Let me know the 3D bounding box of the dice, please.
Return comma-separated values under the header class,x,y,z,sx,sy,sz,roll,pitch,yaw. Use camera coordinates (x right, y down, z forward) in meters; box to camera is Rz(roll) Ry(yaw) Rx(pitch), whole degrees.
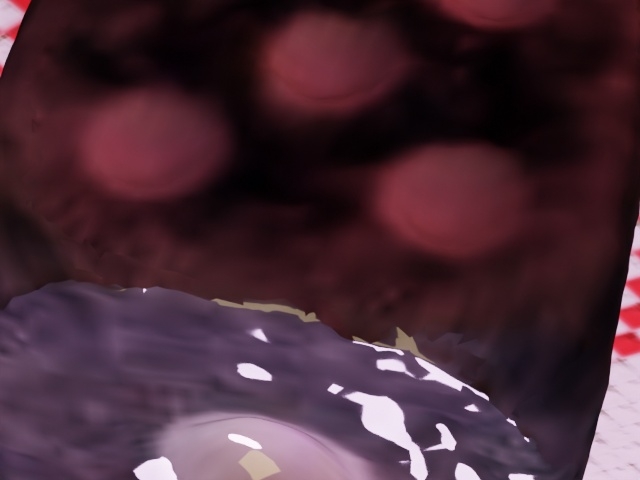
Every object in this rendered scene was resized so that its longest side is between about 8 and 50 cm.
class,x,y,z,sx,sy,sz,roll,pitch,yaw
dice,0.000,0.000,0.512,0.181,0.183,0.182,12,145,5
